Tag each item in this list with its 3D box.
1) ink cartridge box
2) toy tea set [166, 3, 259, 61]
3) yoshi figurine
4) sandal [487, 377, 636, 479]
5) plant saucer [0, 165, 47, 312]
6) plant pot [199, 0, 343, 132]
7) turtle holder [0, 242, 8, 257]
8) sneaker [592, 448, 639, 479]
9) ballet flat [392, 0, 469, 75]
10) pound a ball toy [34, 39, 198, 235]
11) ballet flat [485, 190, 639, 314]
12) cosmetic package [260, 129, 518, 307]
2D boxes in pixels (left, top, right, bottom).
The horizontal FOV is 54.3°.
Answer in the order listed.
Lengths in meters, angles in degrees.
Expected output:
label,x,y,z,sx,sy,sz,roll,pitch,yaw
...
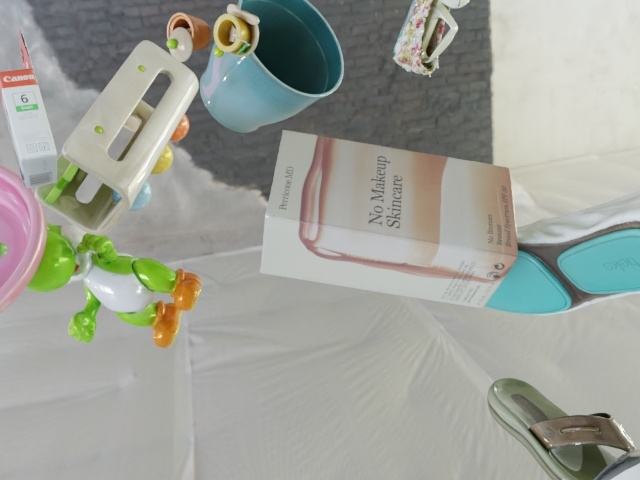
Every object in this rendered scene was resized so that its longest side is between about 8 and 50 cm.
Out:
label,x,y,z,sx,sy,sz,roll,pitch,yaw
ink cartridge box,-0.246,-0.108,0.515,0.029,0.115,0.063,-15,170,-26
toy tea set,-0.185,-0.453,1.132,0.200,0.336,0.124,47,-147,17
yoshi figurine,-0.414,0.075,1.150,0.362,0.204,0.203,27,155,-15
sandal,0.331,0.252,0.810,0.120,0.086,0.302,1,-160,-30
plant saucer,-0.598,0.023,0.991,0.331,0.084,0.332,0,-121,0
plant pot,-0.131,-0.378,1.396,0.271,0.272,0.255,-27,178,-44
turtle holder,-0.467,0.069,0.595,0.243,0.228,0.320,25,151,-29
sneaker,0.256,0.343,0.583,0.129,0.297,0.111,38,-155,31
ballet flat,0.173,-0.338,0.896,0.091,0.241,0.077,-36,-111,-28
pound a ball toy,-0.296,-0.146,0.951,0.208,0.135,0.319,-36,-152,41
ballet flat,0.333,0.014,0.814,0.139,0.139,0.400,-15,175,-22
cosmetic package,0.081,-0.026,0.791,0.295,0.129,0.153,8,-125,-2
